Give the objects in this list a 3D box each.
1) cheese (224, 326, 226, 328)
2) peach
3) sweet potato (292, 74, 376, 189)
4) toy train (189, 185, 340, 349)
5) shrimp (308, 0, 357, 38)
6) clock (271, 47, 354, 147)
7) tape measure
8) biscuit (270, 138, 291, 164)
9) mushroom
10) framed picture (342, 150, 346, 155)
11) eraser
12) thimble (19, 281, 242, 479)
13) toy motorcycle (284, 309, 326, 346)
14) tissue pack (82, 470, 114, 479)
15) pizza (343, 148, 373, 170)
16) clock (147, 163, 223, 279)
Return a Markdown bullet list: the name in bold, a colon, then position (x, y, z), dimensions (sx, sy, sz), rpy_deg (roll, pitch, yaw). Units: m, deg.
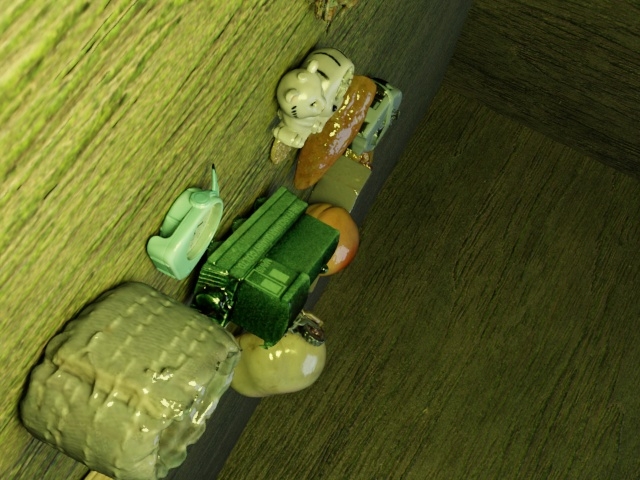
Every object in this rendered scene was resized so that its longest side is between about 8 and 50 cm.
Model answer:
- **cheese**: position (-0.170, 0.123, 1.379), dimensions (0.235, 0.050, 0.127), rpy_deg (-60, 174, -25)
- **peach**: position (0.000, 0.000, 1.624), dimensions (0.184, 0.184, 0.184), rpy_deg (-60, 173, -13)
- **sweet potato**: position (0.019, -0.207, 1.331), dimensions (0.251, 0.097, 0.097), rpy_deg (-60, 174, 12)
- **toy train**: position (-0.084, 0.042, 1.179), dimensions (0.330, 0.178, 0.138), rpy_deg (-51, 166, -52)
- **shrimp**: position (0.028, -0.348, 0.922), dimensions (0.090, 0.079, 0.233), rpy_deg (-54, 175, -23)
- **clock**: position (-0.008, -0.238, 1.050), dimensions (0.176, 0.080, 0.117), rpy_deg (-56, 170, -29)
- **tape measure**: position (0.122, -0.300, 1.656), dimensions (0.181, 0.107, 0.182), rpy_deg (-54, 169, -9)
- **biscuit**: position (-0.054, -0.184, 1.184), dimensions (0.120, 0.015, 0.120), rpy_deg (-60, 172, -15)
- **mushroom**: position (-0.118, 0.258, 1.674), dimensions (0.254, 0.261, 0.234), rpy_deg (72, 9, -74)
- **framed picture**: position (0.101, -0.276, 1.970), dimensions (0.200, 0.010, 0.136), rpy_deg (-59, 171, -21)
- **eraser**: position (0.006, -0.044, 1.762), dimensions (0.352, 0.112, 0.077), rpy_deg (-65, 175, 20)
- **thimble**: position (-0.207, 0.164, 0.798), dimensions (0.205, 0.172, 0.236), rpy_deg (-65, 171, -3)
- **toy motorcycle**: position (-0.079, 0.148, 1.548), dimensions (0.094, 0.229, 0.129), rpy_deg (-48, -158, 19)
- **tissue pack**: position (-0.344, 0.412, 1.151), dimensions (0.325, 0.071, 0.170), rpy_deg (-53, 166, -54)
- **pizza**: position (0.068, -0.146, 1.898), dimensions (0.226, 0.086, 0.335), rpy_deg (-52, 172, -36)
- **clock**: position (-0.164, -0.025, 0.890), dimensions (0.147, 0.045, 0.108), rpy_deg (-61, 174, -19)
